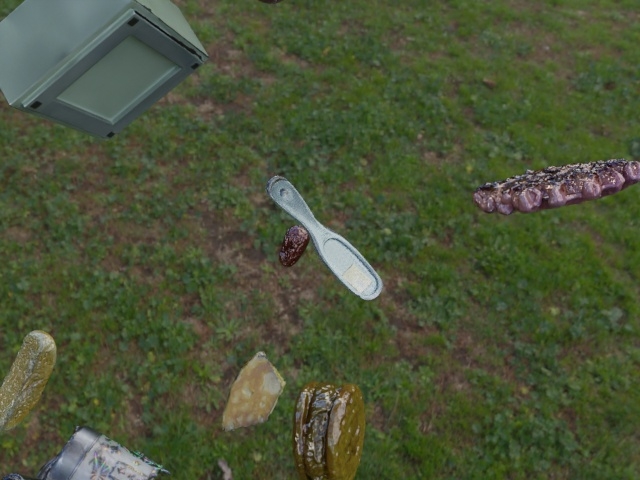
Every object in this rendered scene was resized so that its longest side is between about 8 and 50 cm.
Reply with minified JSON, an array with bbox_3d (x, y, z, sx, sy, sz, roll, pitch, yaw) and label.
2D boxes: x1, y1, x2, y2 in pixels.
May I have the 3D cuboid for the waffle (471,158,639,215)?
[{"bbox_3d":[0.353,-0.080,1.031,0.234,0.055,0.221,-16,9,-8],"label":"waffle"}]

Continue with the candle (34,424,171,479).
[{"bbox_3d":[-0.452,0.553,1.520,0.330,0.187,0.187,30,45,-3],"label":"candle"}]

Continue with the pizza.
[{"bbox_3d":[-0.121,0.284,1.259,0.099,0.036,0.160,19,76,21],"label":"pizza"}]

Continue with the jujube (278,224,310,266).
[{"bbox_3d":[-0.079,0.017,2.006,0.077,0.129,0.077,26,9,-4],"label":"jujube"}]

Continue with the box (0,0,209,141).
[{"bbox_3d":[-0.317,-0.273,1.005,0.225,0.225,0.117,-35,76,11],"label":"box"}]

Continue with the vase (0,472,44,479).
[{"bbox_3d":[-0.532,0.483,1.299,0.060,0.211,0.059,-4,64,7],"label":"vase"}]

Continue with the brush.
[{"bbox_3d":[0.000,0.000,1.293,0.068,0.060,0.297,-40,87,-22],"label":"brush"}]

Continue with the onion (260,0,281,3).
[{"bbox_3d":[-0.093,-0.451,1.140,0.104,0.115,0.115,-28,52,-24],"label":"onion"}]

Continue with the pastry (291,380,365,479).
[{"bbox_3d":[0.012,0.417,1.459,0.132,0.240,0.235,4,85,20],"label":"pastry"}]

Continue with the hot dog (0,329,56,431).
[{"bbox_3d":[-0.678,0.326,1.588,0.084,0.073,0.242,20,84,42],"label":"hot dog"}]
